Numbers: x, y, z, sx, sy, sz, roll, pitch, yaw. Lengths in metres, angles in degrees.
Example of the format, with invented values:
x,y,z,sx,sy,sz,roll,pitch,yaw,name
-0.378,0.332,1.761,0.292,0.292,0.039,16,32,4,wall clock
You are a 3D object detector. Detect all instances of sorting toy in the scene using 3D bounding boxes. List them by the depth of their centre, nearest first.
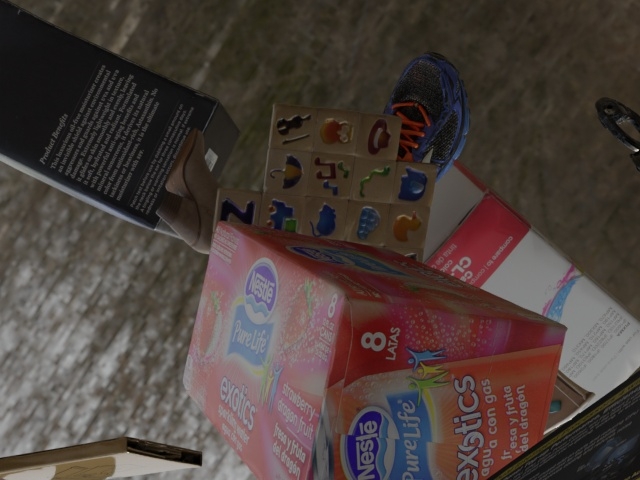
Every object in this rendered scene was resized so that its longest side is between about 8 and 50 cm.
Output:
x,y,z,sx,sy,sz,roll,pitch,yaw,name
0.170,0.129,1.020,0.083,0.075,0.045,42,175,19,sorting toy

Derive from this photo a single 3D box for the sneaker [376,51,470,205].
x,y,z,sx,sy,sz,roll,pitch,yaw,name
0.071,-0.069,1.151,0.083,0.221,0.087,26,-163,25,sneaker

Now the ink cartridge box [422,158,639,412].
x,y,z,sx,sy,sz,roll,pitch,yaw,name
0.201,0.034,1.380,0.306,0.131,0.226,40,-174,-27,ink cartridge box

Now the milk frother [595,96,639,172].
x,y,z,sx,sy,sz,roll,pitch,yaw,name
0.333,-0.110,1.098,0.143,0.135,0.129,51,-165,9,milk frother

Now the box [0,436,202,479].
x,y,z,sx,sy,sz,roll,pitch,yaw,name
-0.264,0.261,1.450,0.164,0.201,0.021,30,-129,-60,box

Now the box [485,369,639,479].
x,y,z,sx,sy,sz,roll,pitch,yaw,name
0.054,0.197,0.458,0.097,0.395,0.318,42,-141,-1,box

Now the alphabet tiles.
x,y,z,sx,sy,sz,roll,pitch,yaw,name
0.000,0.000,1.106,0.198,0.237,0.009,4,-168,-16,alphabet tiles

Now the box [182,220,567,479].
x,y,z,sx,sy,sz,roll,pitch,yaw,name
0.019,0.084,0.849,0.154,0.142,0.300,9,-174,-19,box

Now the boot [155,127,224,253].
x,y,z,sx,sy,sz,roll,pitch,yaw,name
-0.101,-0.040,1.154,0.087,0.118,0.042,28,146,-16,boot

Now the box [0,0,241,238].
x,y,z,sx,sy,sz,roll,pitch,yaw,name
-0.281,-0.141,1.578,0.294,0.182,0.296,26,178,3,box
